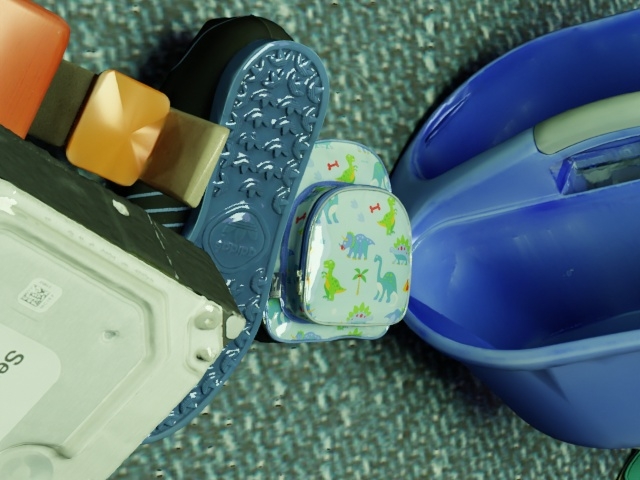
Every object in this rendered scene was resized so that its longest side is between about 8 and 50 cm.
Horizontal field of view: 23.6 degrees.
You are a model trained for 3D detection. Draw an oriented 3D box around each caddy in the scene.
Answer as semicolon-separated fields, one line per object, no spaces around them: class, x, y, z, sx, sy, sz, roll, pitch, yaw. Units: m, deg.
caddy;0.198;-0.023;0.876;0.179;0.341;0.241;48;40;-41

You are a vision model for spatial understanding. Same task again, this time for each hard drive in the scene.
hard drive;-0.224;0.032;0.599;0.237;0.064;0.339;-46;131;11

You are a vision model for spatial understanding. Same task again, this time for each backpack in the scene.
backpack;0.000;0.000;0.864;0.105;0.084;0.114;2;86;-43

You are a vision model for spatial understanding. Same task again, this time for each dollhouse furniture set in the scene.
dollhouse furniture set;-0.150;-0.092;0.664;0.262;0.135;0.259;24;90;-36

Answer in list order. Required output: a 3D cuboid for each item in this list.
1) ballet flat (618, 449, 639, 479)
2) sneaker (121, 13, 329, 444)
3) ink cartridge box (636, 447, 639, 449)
ballet flat;0.231;0.196;1.093;0.168;0.057;0.052;-45;145;-27
sneaker;-0.070;-0.008;0.813;0.081;0.090;0.232;20;100;-31
ink cartridge box;0.253;0.055;0.991;0.092;0.218;0.159;41;65;-33
